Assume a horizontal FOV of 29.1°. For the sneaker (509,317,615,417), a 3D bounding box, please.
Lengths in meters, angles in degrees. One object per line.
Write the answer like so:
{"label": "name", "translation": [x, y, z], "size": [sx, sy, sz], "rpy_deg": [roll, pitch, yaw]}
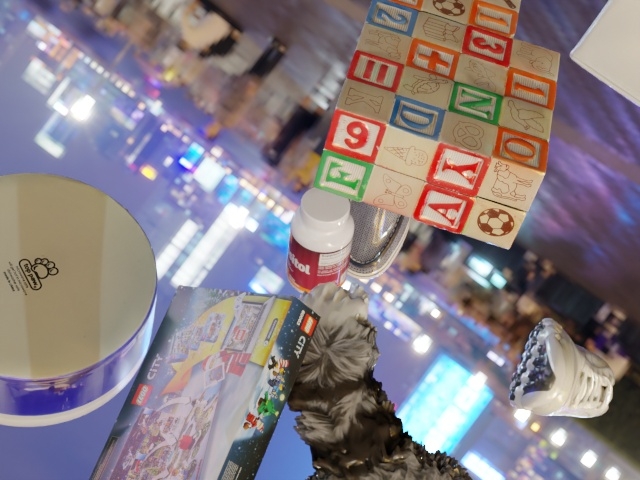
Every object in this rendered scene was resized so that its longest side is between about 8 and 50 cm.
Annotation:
{"label": "sneaker", "translation": [0.288, 0.158, 1.437], "size": [0.118, 0.110, 0.292], "rpy_deg": [25, -177, 10]}

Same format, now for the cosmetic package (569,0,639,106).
{"label": "cosmetic package", "translation": [0.572, -0.291, 1.531], "size": [0.327, 0.394, 0.329], "rpy_deg": [37, -165, 13]}

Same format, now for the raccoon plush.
{"label": "raccoon plush", "translation": [0.082, 0.294, 1.234], "size": [0.216, 0.446, 0.299], "rpy_deg": [-1, 153, 3]}

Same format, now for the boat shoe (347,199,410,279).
{"label": "boat shoe", "translation": [0.088, -0.108, 1.794], "size": [0.127, 0.341, 0.158], "rpy_deg": [12, -178, 4]}

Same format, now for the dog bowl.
{"label": "dog bowl", "translation": [-0.309, 0.059, 1.323], "size": [0.265, 0.265, 0.104], "rpy_deg": [37, 145, 12]}

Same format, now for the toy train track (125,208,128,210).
{"label": "toy train track", "translation": [-0.280, -0.017, 1.705], "size": [0.048, 0.083, 0.014], "rpy_deg": [20, -138, -9]}

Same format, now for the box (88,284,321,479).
{"label": "box", "translation": [-0.109, 0.155, 1.105], "size": [0.159, 0.233, 0.044], "rpy_deg": [3, 152, 44]}

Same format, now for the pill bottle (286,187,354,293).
{"label": "pill bottle", "translation": [0.000, 0.000, 1.655], "size": [0.086, 0.086, 0.152], "rpy_deg": [37, 146, 23]}

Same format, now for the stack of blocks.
{"label": "stack of blocks", "translation": [0.113, -0.143, 1.076], "size": [0.171, 0.087, 0.297], "rpy_deg": [17, -136, 0]}
